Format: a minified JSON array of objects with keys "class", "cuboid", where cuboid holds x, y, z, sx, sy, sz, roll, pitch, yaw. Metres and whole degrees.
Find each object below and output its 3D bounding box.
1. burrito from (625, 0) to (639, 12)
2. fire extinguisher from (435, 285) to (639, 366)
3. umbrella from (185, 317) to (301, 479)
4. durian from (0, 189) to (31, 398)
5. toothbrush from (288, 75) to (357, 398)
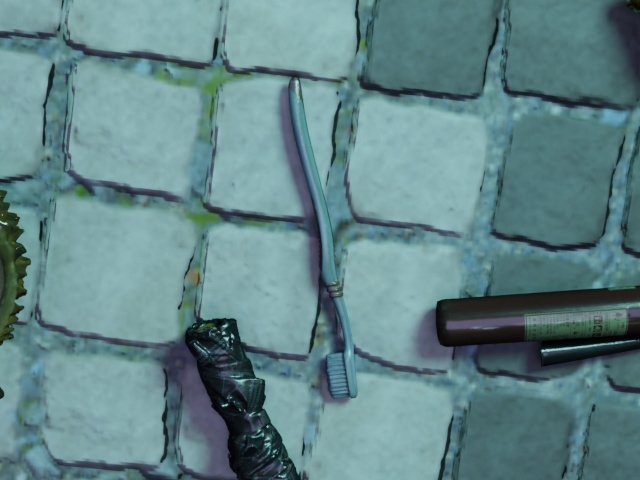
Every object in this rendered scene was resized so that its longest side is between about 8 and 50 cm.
[{"class":"burrito","cuboid":[0.322,-0.143,0.899,0.288,0.054,0.104,-17,100,-2]},{"class":"fire extinguisher","cuboid":[0.155,0.050,0.928,0.173,0.035,0.049,-4,96,-1]},{"class":"umbrella","cuboid":[-0.041,0.112,0.919,0.037,0.040,0.144,-23,101,-9]},{"class":"durian","cuboid":[-0.223,0.006,0.864,0.148,0.091,0.188,-27,104,13]},{"class":"toothbrush","cuboid":[0.000,0.000,0.917,0.019,0.013,0.193,-8,100,6]}]
